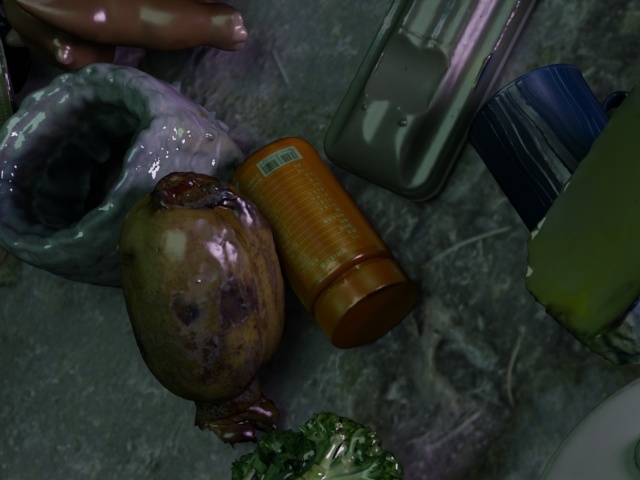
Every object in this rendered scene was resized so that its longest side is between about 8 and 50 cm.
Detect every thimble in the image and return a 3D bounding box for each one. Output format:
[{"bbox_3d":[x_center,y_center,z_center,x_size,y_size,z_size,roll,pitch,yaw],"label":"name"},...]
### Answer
[{"bbox_3d":[-0.206,-0.064,1.515,0.250,0.172,0.204,-19,66,23],"label":"thimble"}]

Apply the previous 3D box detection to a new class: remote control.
[{"bbox_3d":[0.121,-0.205,1.447,0.128,0.065,0.335,26,89,28],"label":"remote control"}]

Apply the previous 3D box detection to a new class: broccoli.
[{"bbox_3d":[-0.017,0.281,1.299,0.261,0.242,0.269,-67,28,19],"label":"broccoli"}]

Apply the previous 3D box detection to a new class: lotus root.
[{"bbox_3d":[-0.104,0.072,1.409,0.154,0.154,0.278,0,117,27],"label":"lotus root"}]

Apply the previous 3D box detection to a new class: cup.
[{"bbox_3d":[0.223,-0.073,1.330,0.150,0.113,0.138,-36,64,16],"label":"cup"}]

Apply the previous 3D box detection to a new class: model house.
[{"bbox_3d":[0.303,0.022,1.215,0.194,0.211,0.170,-57,31,9],"label":"model house"}]

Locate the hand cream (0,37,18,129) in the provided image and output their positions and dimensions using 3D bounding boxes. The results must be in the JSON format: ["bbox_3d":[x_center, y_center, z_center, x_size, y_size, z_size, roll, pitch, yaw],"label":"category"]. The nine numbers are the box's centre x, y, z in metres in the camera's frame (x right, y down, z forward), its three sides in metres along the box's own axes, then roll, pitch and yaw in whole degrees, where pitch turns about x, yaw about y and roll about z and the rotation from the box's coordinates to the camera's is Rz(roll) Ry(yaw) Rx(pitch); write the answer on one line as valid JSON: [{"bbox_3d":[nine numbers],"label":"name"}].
[{"bbox_3d":[-0.340,-0.102,1.613,0.086,0.055,0.235,-17,98,2],"label":"hand cream"}]

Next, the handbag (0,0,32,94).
[{"bbox_3d":[-0.425,-0.212,1.695,0.229,0.127,0.207,-29,72,17],"label":"handbag"}]

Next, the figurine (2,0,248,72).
[{"bbox_3d":[-0.210,-0.244,1.581,0.247,0.173,0.177,-6,75,-7],"label":"figurine"}]

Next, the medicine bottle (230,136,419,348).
[{"bbox_3d":[0.000,0.000,1.434,0.096,0.096,0.192,-43,61,11],"label":"medicine bottle"}]

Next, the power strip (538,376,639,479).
[{"bbox_3d":[0.326,0.267,1.128,0.358,0.161,0.357,-13,64,28],"label":"power strip"}]
